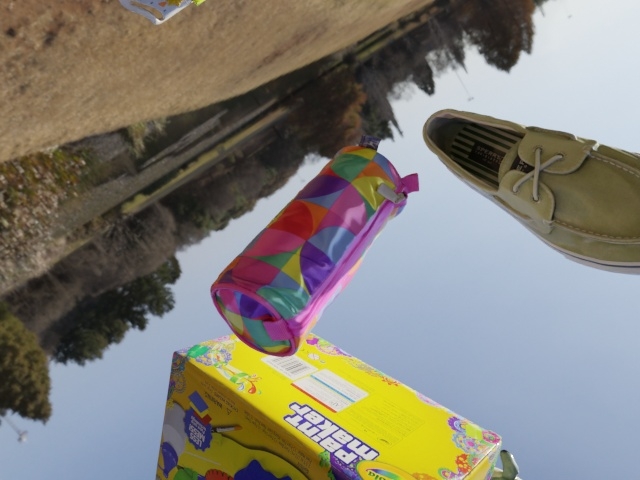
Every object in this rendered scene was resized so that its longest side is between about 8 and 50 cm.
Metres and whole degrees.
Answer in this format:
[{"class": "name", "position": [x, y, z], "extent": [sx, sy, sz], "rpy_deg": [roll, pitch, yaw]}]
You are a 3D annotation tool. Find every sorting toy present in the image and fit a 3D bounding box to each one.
[{"class": "sorting toy", "position": [-0.132, -0.220, 0.456], "extent": [0.075, 0.044, 0.083], "rpy_deg": [-30, 165, 24]}]

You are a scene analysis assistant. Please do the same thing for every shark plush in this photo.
[{"class": "shark plush", "position": [0.244, 0.344, 0.653], "extent": [0.067, 0.073, 0.161], "rpy_deg": [-14, -140, -26]}]

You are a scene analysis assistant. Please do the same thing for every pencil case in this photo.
[{"class": "pencil case", "position": [0.000, 0.000, 0.511], "extent": [0.104, 0.104, 0.236], "rpy_deg": [-17, -153, 54]}]

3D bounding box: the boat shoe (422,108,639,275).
[{"class": "boat shoe", "position": [0.207, -0.055, 0.503], "extent": [0.302, 0.094, 0.109], "rpy_deg": [38, -71, 54]}]

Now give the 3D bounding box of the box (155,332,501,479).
[{"class": "box", "position": [-0.014, 0.278, 0.550], "extent": [0.290, 0.278, 0.177], "rpy_deg": [22, -162, 35]}]
